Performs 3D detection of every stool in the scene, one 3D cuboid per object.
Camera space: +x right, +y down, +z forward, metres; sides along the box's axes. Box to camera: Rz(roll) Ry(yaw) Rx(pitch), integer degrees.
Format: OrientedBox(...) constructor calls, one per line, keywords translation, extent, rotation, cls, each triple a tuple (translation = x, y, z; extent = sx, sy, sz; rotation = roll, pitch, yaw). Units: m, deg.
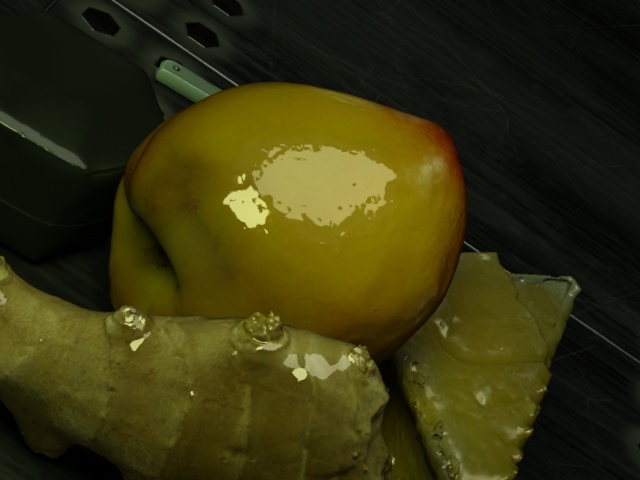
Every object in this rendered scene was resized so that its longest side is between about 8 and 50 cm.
OrientedBox(translation=(-0.265, -0.100, 1.598), extent=(0.232, 0.141, 0.232), rotation=(25, 34, -18), cls="stool")

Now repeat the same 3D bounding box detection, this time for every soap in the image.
OrientedBox(translation=(0.183, 0.183, 1.649), extent=(0.304, 0.169, 0.339), rotation=(2, 46, -28), cls="soap")

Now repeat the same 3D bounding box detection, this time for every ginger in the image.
OrientedBox(translation=(-0.124, 0.138, 1.387), extent=(0.375, 0.236, 0.166), rotation=(16, 50, 24), cls="ginger")

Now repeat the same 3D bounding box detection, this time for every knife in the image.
OrientedBox(translation=(-0.113, -0.158, 1.919), extent=(0.162, 0.023, 0.044), rotation=(30, 36, -12), cls="knife")

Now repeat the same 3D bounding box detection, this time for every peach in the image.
OrientedBox(translation=(-0.024, 0.003, 1.510), extent=(0.308, 0.289, 0.289), rotation=(-6, 51, -27), cls="peach")
